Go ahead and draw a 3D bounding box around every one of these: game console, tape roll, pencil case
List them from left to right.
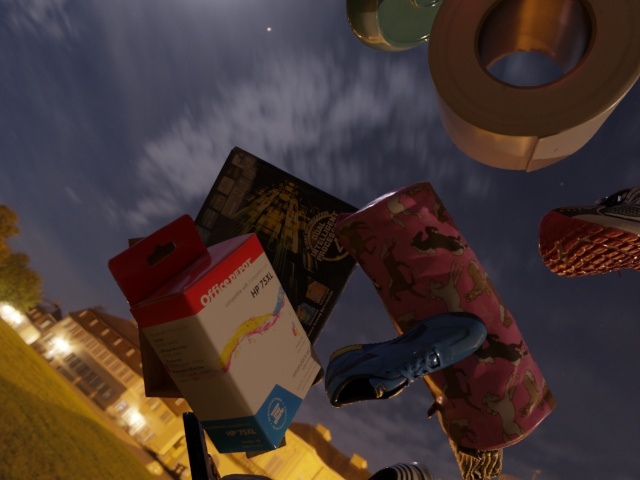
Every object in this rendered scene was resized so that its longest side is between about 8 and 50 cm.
[{"bbox_3d":[-0.330,0.669,1.325,0.213,0.044,0.361,-121,-161,-47],"label":"game console"},{"bbox_3d":[0.171,0.102,0.664,0.385,0.167,0.160,62,-4,4],"label":"pencil case"},{"bbox_3d":[0.276,-0.231,0.610,0.246,0.246,0.169,34,5,19],"label":"tape roll"}]

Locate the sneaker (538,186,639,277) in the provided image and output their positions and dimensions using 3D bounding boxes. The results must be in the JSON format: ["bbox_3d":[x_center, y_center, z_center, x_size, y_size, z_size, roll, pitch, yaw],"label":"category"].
[{"bbox_3d":[0.405,-0.018,0.622,0.121,0.300,0.111,-45,-130,53],"label":"sneaker"}]

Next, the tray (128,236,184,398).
[{"bbox_3d":[-0.364,0.188,1.165,0.203,0.076,0.409,-6,-90,20],"label":"tray"}]

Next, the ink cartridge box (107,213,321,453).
[{"bbox_3d":[-0.098,0.086,0.479,0.078,0.134,0.230,-17,-72,28],"label":"ink cartridge box"}]

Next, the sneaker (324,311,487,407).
[{"bbox_3d":[0.104,0.152,0.551,0.210,0.082,0.069,-21,-70,12],"label":"sneaker"}]

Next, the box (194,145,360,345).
[{"bbox_3d":[-0.113,0.062,0.897,0.319,0.394,0.097,29,2,9],"label":"box"}]

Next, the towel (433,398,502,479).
[{"bbox_3d":[0.391,0.494,1.231,0.234,0.122,0.283,-104,177,-46],"label":"towel"}]

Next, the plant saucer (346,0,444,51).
[{"bbox_3d":[0.188,-0.453,0.775,0.043,0.318,0.317,56,-27,23],"label":"plant saucer"}]

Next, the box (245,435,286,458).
[{"bbox_3d":[-0.200,0.515,1.407,0.232,0.127,0.148,-124,-154,-51],"label":"box"}]

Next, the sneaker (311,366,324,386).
[{"bbox_3d":[-0.102,0.463,1.590,0.287,0.130,0.108,-13,-104,30],"label":"sneaker"}]

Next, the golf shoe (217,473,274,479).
[{"bbox_3d":[-0.066,0.350,0.628,0.177,0.069,0.086,5,-1,14],"label":"golf shoe"}]

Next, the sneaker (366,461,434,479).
[{"bbox_3d":[0.133,0.829,1.283,0.258,0.446,0.169,29,-6,-39],"label":"sneaker"}]
